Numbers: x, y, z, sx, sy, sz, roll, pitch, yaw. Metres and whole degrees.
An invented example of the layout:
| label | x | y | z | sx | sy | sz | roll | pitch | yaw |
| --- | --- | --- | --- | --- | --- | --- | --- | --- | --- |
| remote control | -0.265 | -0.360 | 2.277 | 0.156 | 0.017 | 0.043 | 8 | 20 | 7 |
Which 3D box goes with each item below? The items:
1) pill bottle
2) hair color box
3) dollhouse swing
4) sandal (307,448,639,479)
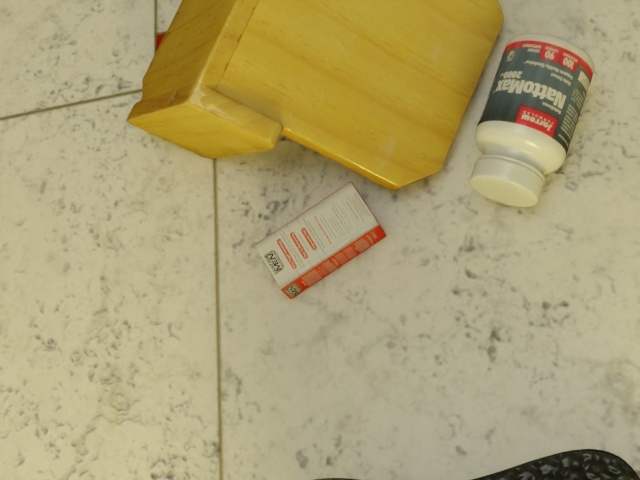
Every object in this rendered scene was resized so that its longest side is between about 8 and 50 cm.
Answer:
| label | x | y | z | sx | sy | sz | roll | pitch | yaw |
| --- | --- | --- | --- | --- | --- | --- | --- | --- | --- |
| pill bottle | 0.239 | -0.136 | 1.287 | 0.108 | 0.108 | 0.180 | 15 | 76 | 22 |
| hair color box | 0.000 | 0.000 | 1.347 | 0.141 | 0.043 | 0.072 | -33 | 64 | 3 |
| dollhouse swing | -0.003 | -0.242 | 1.432 | 0.315 | 0.305 | 0.347 | -1 | 63 | 62 |
| sandal | 0.118 | 0.325 | 1.167 | 0.446 | 0.107 | 0.167 | -7 | 66 | 1 |
